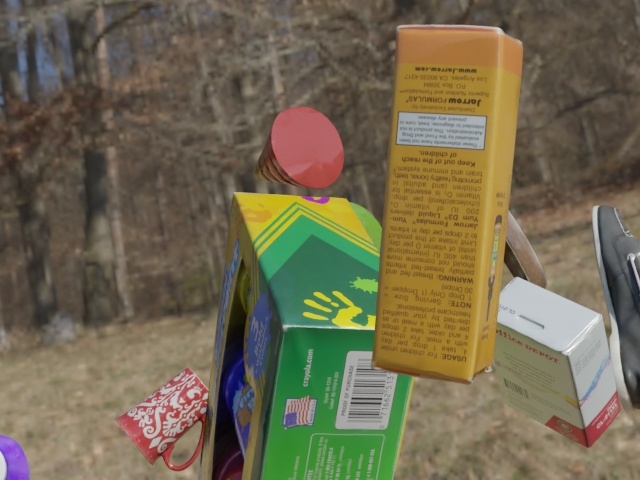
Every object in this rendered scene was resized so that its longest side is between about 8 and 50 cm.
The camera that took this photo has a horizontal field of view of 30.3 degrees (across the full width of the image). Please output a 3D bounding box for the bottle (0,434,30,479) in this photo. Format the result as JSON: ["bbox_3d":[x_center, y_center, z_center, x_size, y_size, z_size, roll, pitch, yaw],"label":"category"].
[{"bbox_3d":[-0.396,0.275,1.366,0.118,0.092,0.283,-11,-11,-18],"label":"bottle"}]

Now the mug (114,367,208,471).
[{"bbox_3d":[-0.279,0.342,2.245,0.169,0.150,0.113,-40,23,-13],"label":"mug"}]

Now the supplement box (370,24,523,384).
[{"bbox_3d":[0.086,-0.025,0.803,0.080,0.233,0.078,4,3,20],"label":"supplement box"}]

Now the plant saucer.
[{"bbox_3d":[0.245,0.005,1.509,0.029,0.168,0.168,-30,-15,2],"label":"plant saucer"}]

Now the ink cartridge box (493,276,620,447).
[{"bbox_3d":[0.272,0.143,1.386,0.072,0.127,0.175,-42,-45,-23],"label":"ink cartridge box"}]

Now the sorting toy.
[{"bbox_3d":[0.000,0.000,1.655,0.127,0.365,0.126,-25,1,-41],"label":"sorting toy"}]

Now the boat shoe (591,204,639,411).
[{"bbox_3d":[0.434,0.083,1.602,0.096,0.335,0.112,-13,-42,18],"label":"boat shoe"}]

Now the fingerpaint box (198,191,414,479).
[{"bbox_3d":[-0.036,0.214,1.429,0.163,0.444,0.371,3,23,-14],"label":"fingerpaint box"}]
